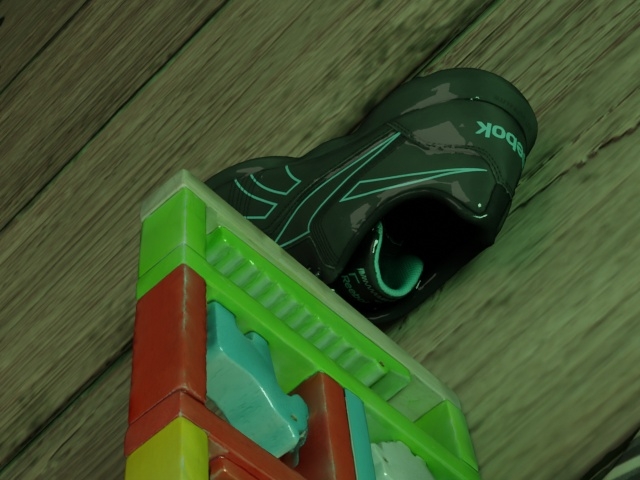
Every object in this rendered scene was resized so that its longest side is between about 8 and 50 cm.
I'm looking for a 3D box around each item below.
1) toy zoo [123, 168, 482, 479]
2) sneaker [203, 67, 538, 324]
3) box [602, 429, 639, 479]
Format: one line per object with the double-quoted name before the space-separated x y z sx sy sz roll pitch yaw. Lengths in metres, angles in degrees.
"toy zoo" 0.007 0.113 0.488 0.030 0.192 0.293 -39 29 20
"sneaker" 0.000 0.000 0.738 0.267 0.101 0.106 -31 35 33
"box" 0.140 0.088 0.336 0.275 0.113 0.094 -58 24 19
